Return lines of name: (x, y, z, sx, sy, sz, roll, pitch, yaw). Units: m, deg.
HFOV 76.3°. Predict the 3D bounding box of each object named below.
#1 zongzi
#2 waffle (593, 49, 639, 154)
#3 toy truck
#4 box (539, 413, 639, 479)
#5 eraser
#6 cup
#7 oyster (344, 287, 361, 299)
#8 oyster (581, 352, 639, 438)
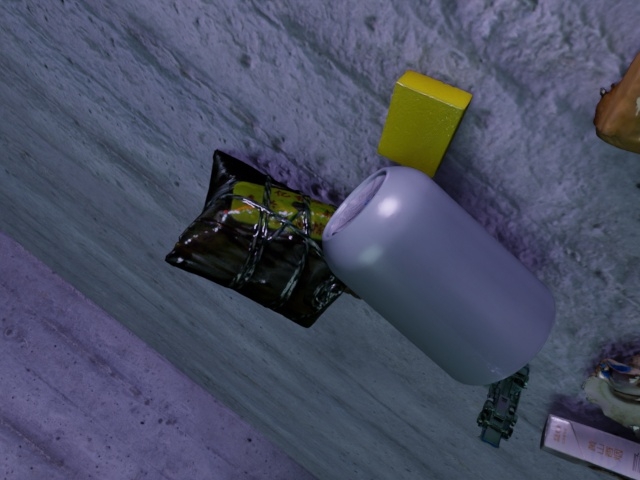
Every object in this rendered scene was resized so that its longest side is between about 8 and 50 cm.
zongzi: (-0.102, -0.033, 0.797, 0.384, 0.362, 0.319, 22, 126, -31)
waffle: (0.432, -0.184, 0.303, 0.304, 0.077, 0.348, 22, 139, 21)
toy truck: (0.349, 0.318, 0.794, 0.067, 0.175, 0.081, 23, 146, 18)
box: (0.554, 0.412, 0.775, 0.233, 0.067, 0.149, 11, 155, 31)
eraser: (0.143, -0.161, 0.578, 0.097, 0.045, 0.122, 27, 142, 14)
cup: (0.165, 0.044, 0.614, 0.312, 0.205, 0.205, 41, 142, -12)
oyster: (0.082, 0.112, 0.911, 0.093, 0.034, 0.051, 0, 136, 33)
oyster: (0.539, 0.262, 0.664, 0.214, 0.083, 0.223, 46, 160, 3)
